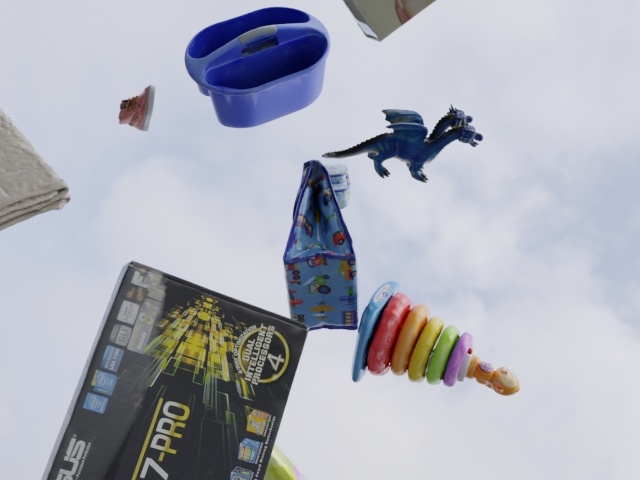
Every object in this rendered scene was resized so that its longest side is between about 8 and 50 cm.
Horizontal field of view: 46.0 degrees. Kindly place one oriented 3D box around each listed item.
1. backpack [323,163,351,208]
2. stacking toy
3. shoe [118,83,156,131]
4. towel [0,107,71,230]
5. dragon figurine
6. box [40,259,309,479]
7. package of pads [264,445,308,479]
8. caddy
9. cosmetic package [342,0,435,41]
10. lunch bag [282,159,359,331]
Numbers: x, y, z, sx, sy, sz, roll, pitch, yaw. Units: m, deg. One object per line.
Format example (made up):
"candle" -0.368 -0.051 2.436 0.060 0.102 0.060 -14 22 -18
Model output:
"backpack" 0.017 -0.121 1.679 0.105 0.114 0.084 0 -62 -1
"stacking toy" 0.217 0.208 1.371 0.301 0.175 0.166 21 -58 19
"shoe" -0.462 -0.336 1.894 0.178 0.081 0.064 129 -32 -60
"towel" -0.535 -0.109 1.189 0.282 0.187 0.049 43 -36 32
"dragon figurine" 0.151 -0.194 1.403 0.289 0.085 0.144 9 -58 -8
"box" -0.222 0.269 1.175 0.097 0.318 0.395 -19 -130 66
"package of pads" -0.141 0.538 1.553 0.296 0.229 0.101 48 -7 -7
"caddy" -0.141 -0.414 1.734 0.241 0.341 0.179 56 -19 30
"cosmetic package" 0.176 -0.486 1.303 0.296 0.153 0.129 -35 -70 6
"lunch bag" 0.000 0.000 1.494 0.138 0.293 0.221 -3 -43 1
